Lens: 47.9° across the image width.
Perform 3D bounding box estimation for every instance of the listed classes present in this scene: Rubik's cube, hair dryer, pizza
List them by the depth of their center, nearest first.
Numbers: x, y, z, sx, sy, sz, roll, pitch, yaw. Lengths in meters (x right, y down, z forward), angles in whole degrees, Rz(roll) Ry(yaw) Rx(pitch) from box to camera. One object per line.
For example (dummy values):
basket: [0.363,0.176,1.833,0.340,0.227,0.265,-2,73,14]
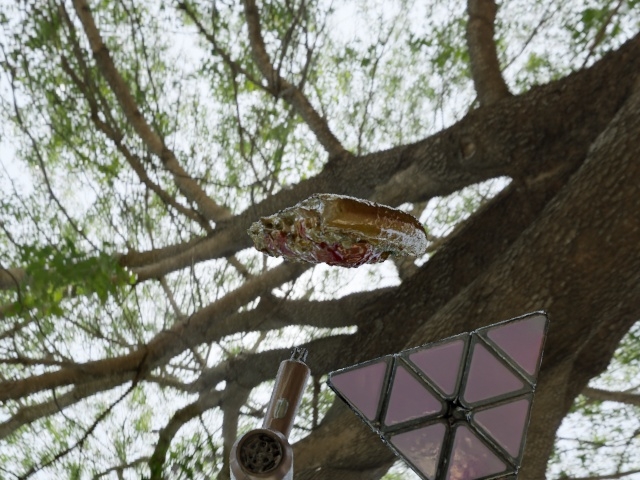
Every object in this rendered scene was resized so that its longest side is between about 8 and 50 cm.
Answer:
Rubik's cube: [0.100,0.123,0.668,0.178,0.190,0.211,16,-160,-12]
pizza: [0.000,0.000,0.739,0.188,0.199,0.062,17,-106,-49]
hair dryer: [-0.045,0.189,0.766,0.064,0.117,0.182,13,-126,6]
